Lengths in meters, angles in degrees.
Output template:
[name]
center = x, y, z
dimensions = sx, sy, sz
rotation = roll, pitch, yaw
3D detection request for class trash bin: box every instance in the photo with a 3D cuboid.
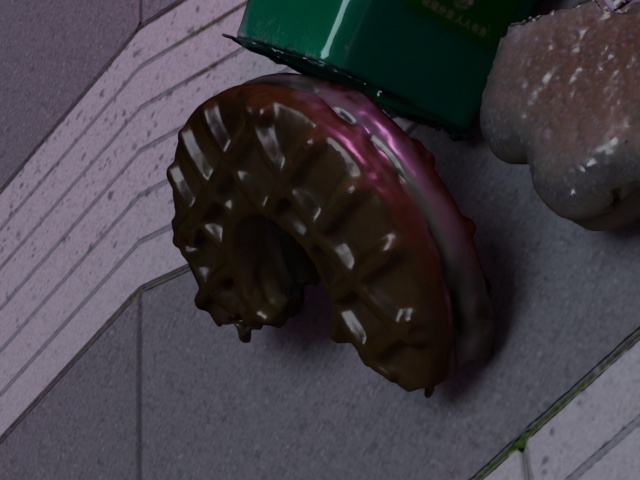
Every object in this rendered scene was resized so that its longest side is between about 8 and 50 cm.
[trash bin]
center = 0.085, -0.312, 1.662
dimensions = 0.295, 0.259, 0.381
rotation = 25, 92, 56

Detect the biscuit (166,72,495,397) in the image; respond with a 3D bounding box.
[biscuit]
center = -0.010, -0.017, 1.608
dimensions = 0.115, 0.268, 0.366
rotation = -29, 24, -33

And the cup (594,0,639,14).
[cup]
center = 0.338, -0.254, 1.219
dimensions = 0.253, 0.273, 0.253
rotation = -172, 90, -81

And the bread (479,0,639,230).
[bread]
center = 0.259, -0.102, 1.424
dimensions = 0.337, 0.102, 0.183
rotation = -13, 61, 47
